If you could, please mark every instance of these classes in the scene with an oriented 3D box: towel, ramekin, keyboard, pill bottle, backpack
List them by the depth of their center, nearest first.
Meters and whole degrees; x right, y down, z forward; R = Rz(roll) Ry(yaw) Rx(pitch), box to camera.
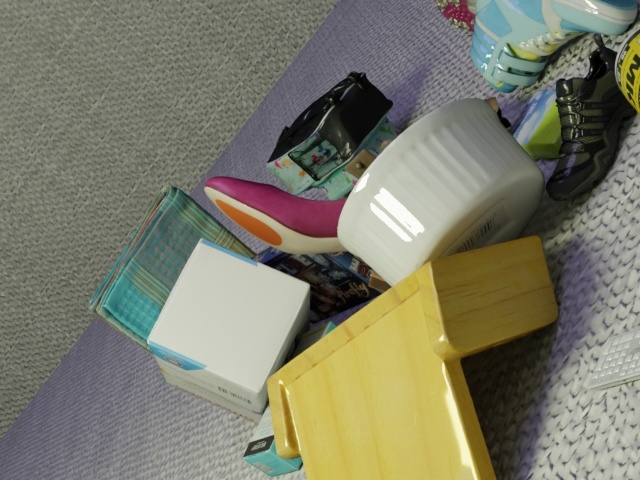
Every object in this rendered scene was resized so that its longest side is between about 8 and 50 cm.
[{"bbox_3d":[0.367,0.098,1.252,0.256,0.014,0.072,-30,29,55],"label":"keyboard"},{"bbox_3d":[0.426,-0.178,1.452,0.119,0.119,0.208,-49,17,18],"label":"pill bottle"},{"bbox_3d":[0.170,-0.044,1.664,0.277,0.135,0.277,-34,-25,-19],"label":"ramekin"},{"bbox_3d":[-0.207,0.108,2.226,0.040,0.370,0.271,1,56,53],"label":"towel"},{"bbox_3d":[0.021,-0.192,2.479,0.253,0.191,0.225,-28,18,43],"label":"backpack"}]

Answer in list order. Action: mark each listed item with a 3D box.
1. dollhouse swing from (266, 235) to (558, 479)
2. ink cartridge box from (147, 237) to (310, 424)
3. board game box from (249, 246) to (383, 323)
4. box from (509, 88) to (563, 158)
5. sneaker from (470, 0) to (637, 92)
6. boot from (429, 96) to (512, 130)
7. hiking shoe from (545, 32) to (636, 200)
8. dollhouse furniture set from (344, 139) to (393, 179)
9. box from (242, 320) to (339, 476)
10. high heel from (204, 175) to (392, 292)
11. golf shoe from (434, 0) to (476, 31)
[{"bbox_3d":[0.147,0.220,1.547,0.315,0.305,0.347,-11,-21,-45],"label":"dollhouse swing"},{"bbox_3d":[-0.143,0.159,2.050,0.270,0.198,0.197,92,-158,-70],"label":"ink cartridge box"},{"bbox_3d":[-0.011,0.059,2.125,0.243,0.165,0.042,-29,30,57],"label":"board game box"},{"bbox_3d":[0.341,-0.172,1.813,0.109,0.042,0.178,-55,15,-7],"label":"box"},{"bbox_3d":[0.360,-0.317,1.963,0.319,0.127,0.208,34,122,51],"label":"sneaker"},{"bbox_3d":[0.244,-0.177,1.989,0.115,0.112,0.305,-37,9,8],"label":"boot"},{"bbox_3d":[0.344,-0.161,1.656,0.227,0.114,0.086,-59,16,-15],"label":"hiking shoe"},{"bbox_3d":[0.123,-0.093,2.125,0.144,0.123,0.151,-44,19,34],"label":"dollhouse furniture set"},{"bbox_3d":[-0.031,0.252,1.977,0.100,0.060,0.244,-30,29,57],"label":"box"},{"bbox_3d":[0.014,-0.058,1.954,0.127,0.377,0.181,121,174,-72],"label":"high heel"},{"bbox_3d":[0.333,-0.483,2.385,0.140,0.115,0.306,-48,20,-15],"label":"golf shoe"}]
